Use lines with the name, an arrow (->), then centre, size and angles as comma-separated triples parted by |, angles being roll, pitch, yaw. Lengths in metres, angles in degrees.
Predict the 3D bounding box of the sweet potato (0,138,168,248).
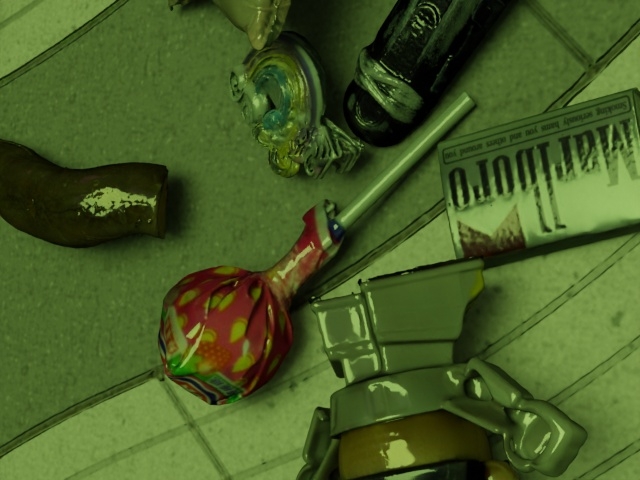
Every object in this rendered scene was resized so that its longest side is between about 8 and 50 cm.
sweet potato -> -0.260, -0.048, 1.307 | 0.285, 0.085, 0.112 | 15, 56, 41

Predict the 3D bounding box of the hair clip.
hair clip -> -0.026, -0.128, 1.180 | 0.172, 0.049, 0.116 | 56, 129, 28

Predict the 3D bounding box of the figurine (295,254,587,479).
figurine -> 0.074, 0.169, 1.043 | 0.308, 0.143, 0.309 | -179, 90, -65

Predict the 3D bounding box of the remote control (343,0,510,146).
remote control -> 0.099, -0.196, 1.119 | 0.090, 0.066, 0.266 | 45, 111, 28

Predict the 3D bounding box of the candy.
candy -> 0.000, 0.000, 1.145 | 0.365, 0.124, 0.124 | -45, 64, 6

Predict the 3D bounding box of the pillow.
pillow -> -0.086, -0.280, 1.191 | 0.270, 0.067, 0.173 | 33, 115, 60

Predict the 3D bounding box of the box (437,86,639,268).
box -> 0.191, -0.049, 1.072 | 0.177, 0.036, 0.115 | -15, 76, 26
